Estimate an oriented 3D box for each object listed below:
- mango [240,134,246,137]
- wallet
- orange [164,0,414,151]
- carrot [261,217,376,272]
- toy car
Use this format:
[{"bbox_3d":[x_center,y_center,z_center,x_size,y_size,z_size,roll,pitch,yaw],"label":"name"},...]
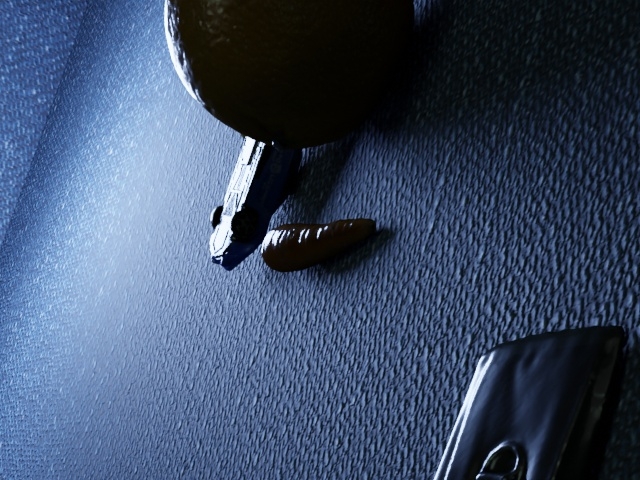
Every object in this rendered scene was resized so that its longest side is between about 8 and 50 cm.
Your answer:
[{"bbox_3d":[-0.059,-0.175,2.212,0.077,0.063,0.127,6,78,66],"label":"mango"},{"bbox_3d":[0.120,0.170,1.290,0.168,0.052,0.245,-21,45,61],"label":"wallet"},{"bbox_3d":[-0.029,-0.214,1.905,0.264,0.264,0.264,-54,21,33],"label":"orange"},{"bbox_3d":[0.000,0.000,1.860,0.216,0.048,0.048,-14,54,63],"label":"carrot"},{"bbox_3d":[-0.062,-0.069,2.083,0.103,0.063,0.216,-165,93,-73],"label":"toy car"}]
